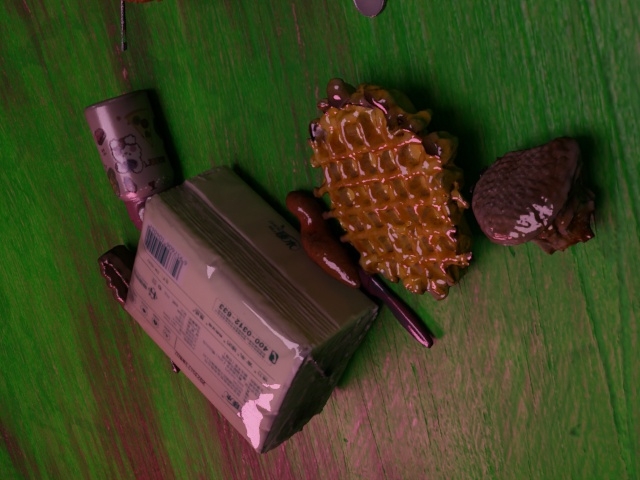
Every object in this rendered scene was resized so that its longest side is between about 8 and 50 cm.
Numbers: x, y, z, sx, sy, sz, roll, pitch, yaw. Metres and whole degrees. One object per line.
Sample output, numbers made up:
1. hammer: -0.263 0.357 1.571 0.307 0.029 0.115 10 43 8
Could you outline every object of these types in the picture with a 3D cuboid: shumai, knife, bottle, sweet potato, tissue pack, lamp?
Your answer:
1. shumai: 0.255 -0.041 0.937 0.116 0.146 0.145 30 152 -31
2. knife: 0.084 0.071 1.241 0.247 0.018 0.035 47 141 21
3. bottle: -0.330 -0.137 1.481 0.120 0.120 0.253 -5 108 48
4. sweet potato: 0.000 -0.001 1.241 0.202 0.058 0.055 56 176 24
5. tissue pack: -0.127 0.111 1.334 0.380 0.207 0.297 43 134 21
6. lamp: 0.049 -0.371 1.006 0.050 0.056 0.198 19 127 36

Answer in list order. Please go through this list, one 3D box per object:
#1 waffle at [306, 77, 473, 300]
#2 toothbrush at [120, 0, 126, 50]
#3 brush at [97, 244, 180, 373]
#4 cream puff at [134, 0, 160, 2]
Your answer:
1. waffle: 0.094 -0.069 1.084 0.329 0.062 0.329 37 144 33
2. toothbrush: -0.350 -0.383 1.450 0.006 0.008 0.097 30 129 32
3. brush: -0.366 0.148 1.721 0.071 0.084 0.301 -23 103 18
4. cream puff: -0.274 -0.496 1.138 0.343 0.231 0.327 36 137 27
